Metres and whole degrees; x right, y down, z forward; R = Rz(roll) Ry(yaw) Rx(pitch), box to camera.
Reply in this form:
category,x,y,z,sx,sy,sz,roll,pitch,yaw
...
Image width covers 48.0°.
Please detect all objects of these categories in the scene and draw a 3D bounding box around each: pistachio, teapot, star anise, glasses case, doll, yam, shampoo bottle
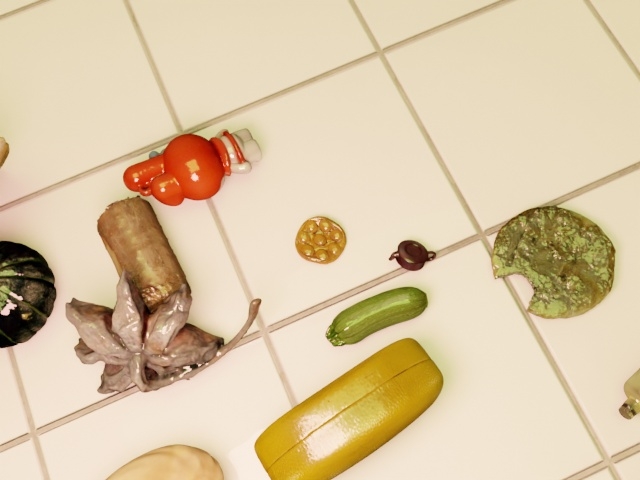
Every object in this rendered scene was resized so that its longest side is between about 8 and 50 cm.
category,x,y,z,sx,sy,sz,roll,pitch,yaw
pistachio,-0.319,0.489,1.285,0.317,0.214,0.194,-27,111,1
teapot,0.190,0.034,1.486,0.100,0.045,0.068,2,47,-14
star anise,-0.325,0.186,1.357,0.359,0.315,0.139,-51,29,24
glasses case,0.061,0.327,1.318,0.371,0.173,0.141,-33,68,-8
doll,-0.271,-0.156,1.531,0.290,0.130,0.161,-24,60,-16
yam,-0.358,0.037,1.470,0.129,0.128,0.238,-22,71,-28
shampoo bottle,0.625,0.276,1.354,0.162,0.079,0.079,-40,73,-10

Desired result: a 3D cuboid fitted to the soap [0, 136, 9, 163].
category,x,y,z,sx,sy,sz,roll,pitch,yaw
soap,-0.772,-0.070,1.444,0.156,0.293,0.335,29,69,-26

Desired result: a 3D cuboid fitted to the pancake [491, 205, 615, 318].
category,x,y,z,sx,sy,sz,roll,pitch,yaw
pancake,0.479,0.041,1.470,0.253,0.037,0.254,-1,71,2

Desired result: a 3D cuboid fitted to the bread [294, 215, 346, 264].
category,x,y,z,sx,sy,sz,roll,pitch,yaw
bread,0.000,0.000,1.518,0.109,0.024,0.110,-1,71,4

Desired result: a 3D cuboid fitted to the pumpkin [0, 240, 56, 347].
category,x,y,z,sx,sy,sz,roll,pitch,yaw
pumpkin,-0.645,0.109,1.447,0.220,0.162,0.221,-2,65,4

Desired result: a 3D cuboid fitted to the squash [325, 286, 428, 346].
category,x,y,z,sx,sy,sz,roll,pitch,yaw
squash,0.110,0.149,1.435,0.219,0.068,0.077,-25,76,-5
